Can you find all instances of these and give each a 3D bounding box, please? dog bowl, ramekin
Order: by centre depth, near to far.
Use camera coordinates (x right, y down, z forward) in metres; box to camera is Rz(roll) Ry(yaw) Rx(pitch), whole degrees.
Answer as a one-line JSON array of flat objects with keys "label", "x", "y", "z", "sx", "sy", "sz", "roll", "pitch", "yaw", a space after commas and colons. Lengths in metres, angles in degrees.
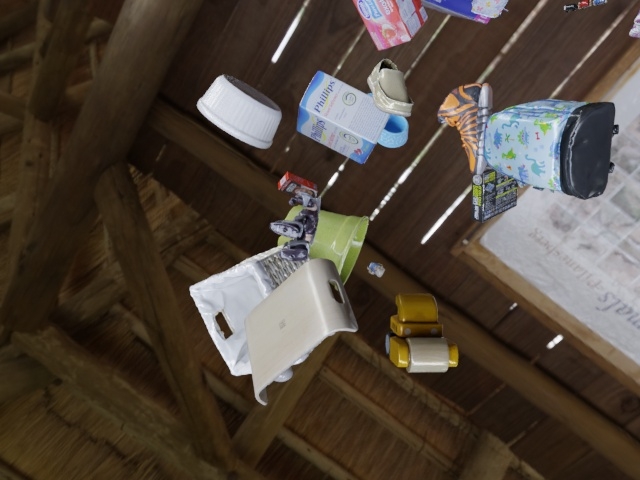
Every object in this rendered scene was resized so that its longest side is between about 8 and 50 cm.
[{"label": "ramekin", "x": -0.248, "y": -0.421, "z": 1.647, "sx": 0.272, "sy": 0.127, "sz": 0.273, "roll": 30, "pitch": -161, "yaw": -12}, {"label": "dog bowl", "x": 0.282, "y": -0.551, "z": 2.315, "sx": 0.165, "sy": 0.074, "sz": 0.297, "roll": -27, "pitch": -113, "yaw": -23}]

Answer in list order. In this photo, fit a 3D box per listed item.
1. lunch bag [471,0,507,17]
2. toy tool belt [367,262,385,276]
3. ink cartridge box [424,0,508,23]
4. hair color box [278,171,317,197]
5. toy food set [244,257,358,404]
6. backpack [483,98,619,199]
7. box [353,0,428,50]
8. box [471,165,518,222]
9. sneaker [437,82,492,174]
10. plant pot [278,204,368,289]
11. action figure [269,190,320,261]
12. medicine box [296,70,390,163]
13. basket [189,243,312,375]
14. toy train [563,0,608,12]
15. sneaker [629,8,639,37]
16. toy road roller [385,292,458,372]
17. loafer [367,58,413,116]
[{"label": "lunch bag", "x": 0.470, "y": -0.661, "z": 1.414, "sx": 0.083, "sy": 0.071, "sz": 0.053, "roll": 15, "pitch": -119, "yaw": -3}, {"label": "toy tool belt", "x": 0.203, "y": 0.104, "z": 1.940, "sx": 0.051, "sy": 0.052, "sz": 0.083, "roll": 34, "pitch": 174, "yaw": -28}, {"label": "ink cartridge box", "x": 0.454, "y": -0.873, "z": 1.869, "sx": 0.324, "sy": 0.072, "sz": 0.330, "roll": 6, "pitch": -153, "yaw": -26}, {"label": "hair color box", "x": -0.089, "y": -0.210, "z": 2.015, "sx": 0.141, "sy": 0.072, "sz": 0.043, "roll": 20, "pitch": -137, "yaw": -30}, {"label": "toy food set", "x": -0.056, "y": 0.208, "z": 1.189, "sx": 0.092, "sy": 0.306, "sz": 0.220, "roll": 32, "pitch": -154, "yaw": -36}, {"label": "backpack", "x": 0.674, "y": -0.299, "z": 1.566, "sx": 0.273, "sy": 0.290, "sz": 0.356, "roll": -13, "pitch": -150, "yaw": -7}, {"label": "box", "x": 0.177, "y": -0.686, "z": 1.427, "sx": 0.257, "sy": 0.122, "sz": 0.128, "roll": 54, "pitch": -124, "yaw": -30}, {"label": "box", "x": 0.753, "y": -0.219, "z": 2.203, "sx": 0.270, "sy": 0.216, "sz": 0.060, "roll": -23, "pitch": -153, "yaw": -34}, {"label": "sneaker", "x": 0.519, "y": -0.398, "z": 1.850, "sx": 0.180, "sy": 0.321, "sz": 0.124, "roll": 4, "pitch": -174, "yaw": 27}, {"label": "plant pot", "x": 0.000, "y": 0.000, "z": 1.789, "sx": 0.253, "sy": 0.276, "sz": 0.276, "roll": 22, "pitch": -157, "yaw": 12}, {"label": "action figure", "x": -0.058, "y": -0.040, "z": 1.448, "sx": 0.099, "sy": 0.186, "sz": 0.285, "roll": 2, "pitch": -163, "yaw": 10}, {"label": "medicine box", "x": 0.076, "y": -0.430, "z": 1.829, "sx": 0.289, "sy": 0.149, "sz": 0.263, "roll": 26, "pitch": 172, "yaw": -1}, {"label": "basket", "x": -0.164, "y": 0.203, "z": 1.603, "sx": 0.266, "sy": 0.331, "sz": 0.328, "roll": -33, "pitch": -81, "yaw": -49}, {"label": "toy train", "x": 0.957, "y": -0.854, "z": 1.847, "sx": 0.036, "sy": 0.027, "sz": 0.158, "roll": -4, "pitch": -172, "yaw": -40}, {"label": "sneaker", "x": 1.239, "y": -0.838, "z": 1.932, "sx": 0.095, "sy": 0.105, "sz": 0.236, "roll": 17, "pitch": -173, "yaw": 24}, {"label": "toy road roller", "x": 0.349, "y": 0.318, "z": 1.831, "sx": 0.202, "sy": 0.241, "sz": 0.329, "roll": 0, "pitch": -178, "yaw": -4}, {"label": "loafer", "x": 0.204, "y": -0.453, "z": 1.506, "sx": 0.101, "sy": 0.092, "sz": 0.269, "roll": 2, "pitch": -140, "yaw": -19}]
